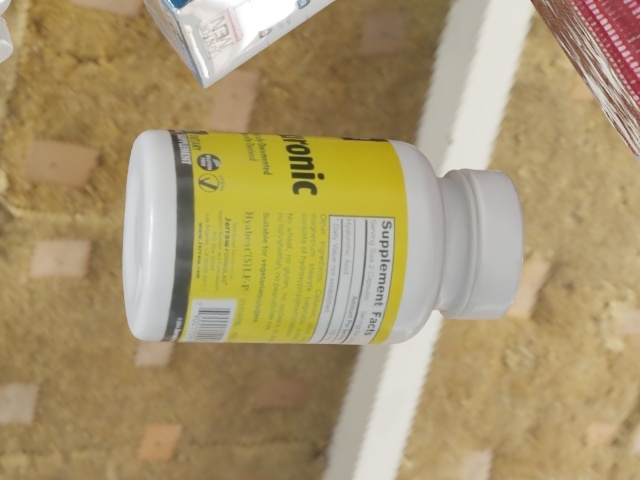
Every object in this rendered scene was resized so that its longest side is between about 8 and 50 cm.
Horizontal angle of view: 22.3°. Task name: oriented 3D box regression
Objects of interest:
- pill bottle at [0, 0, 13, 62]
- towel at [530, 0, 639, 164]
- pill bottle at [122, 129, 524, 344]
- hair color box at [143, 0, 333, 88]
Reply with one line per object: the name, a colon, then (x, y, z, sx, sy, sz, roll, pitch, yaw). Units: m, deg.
pill bottle: (-0.304, -0.223, 1.312, 0.094, 0.169, 0.094, -17, -11, -3)
towel: (0.065, -0.133, 0.560, 0.037, 0.237, 0.329, -33, -85, 9)
pill bottle: (0.000, 0.000, 0.500, 0.116, 0.065, 0.065, 2, -64, -14)
hair color box: (-0.001, -0.297, 1.431, 0.347, 0.105, 0.174, -35, -17, -6)
